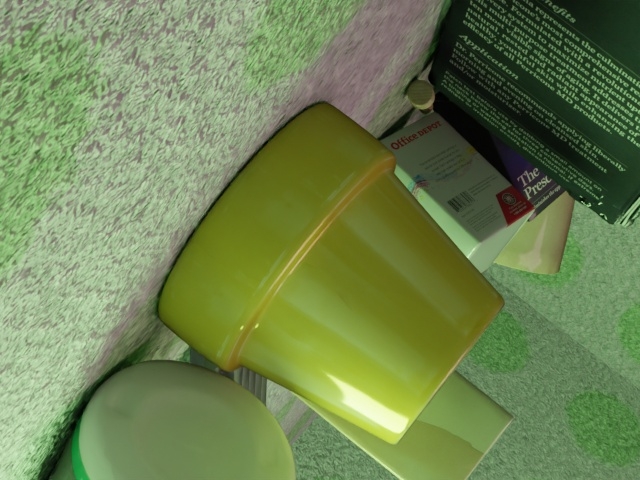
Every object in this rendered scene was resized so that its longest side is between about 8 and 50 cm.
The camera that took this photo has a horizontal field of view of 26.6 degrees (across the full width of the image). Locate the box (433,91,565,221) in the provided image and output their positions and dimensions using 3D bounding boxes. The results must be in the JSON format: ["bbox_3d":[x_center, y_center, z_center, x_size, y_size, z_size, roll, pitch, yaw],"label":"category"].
[{"bbox_3d":[0.290,-0.174,1.747,0.261,0.184,0.103,-40,-157,-23],"label":"box"}]

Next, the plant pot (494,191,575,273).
[{"bbox_3d":[0.266,-0.127,1.922,0.256,0.256,0.274,-23,133,-73],"label":"plant pot"}]

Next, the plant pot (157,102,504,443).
[{"bbox_3d":[0.024,0.045,1.210,0.254,0.239,0.254,-51,171,-11],"label":"plant pot"}]

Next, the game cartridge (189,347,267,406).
[{"bbox_3d":[-0.112,0.299,1.519,0.230,0.068,0.355,61,32,-81],"label":"game cartridge"}]

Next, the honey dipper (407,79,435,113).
[{"bbox_3d":[0.122,-0.165,1.585,0.030,0.030,0.160,-53,174,5],"label":"honey dipper"}]

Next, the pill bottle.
[{"bbox_3d":[-0.183,0.298,1.275,0.204,0.204,0.361,-41,166,-53],"label":"pill bottle"}]

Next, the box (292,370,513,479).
[{"bbox_3d":[0.038,0.133,1.401,0.121,0.311,0.148,-52,171,-4],"label":"box"}]

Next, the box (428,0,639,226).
[{"bbox_3d":[0.386,-0.335,1.362,0.480,0.297,0.472,-49,173,-16],"label":"box"}]

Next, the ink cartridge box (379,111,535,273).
[{"bbox_3d":[0.136,-0.040,1.628,0.128,0.176,0.127,-29,160,-43],"label":"ink cartridge box"}]
